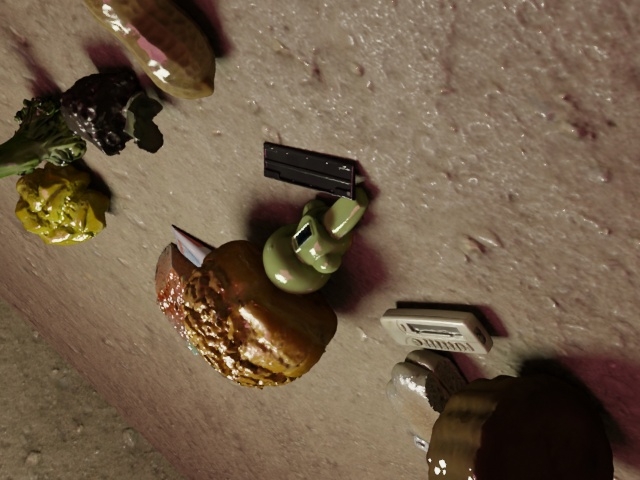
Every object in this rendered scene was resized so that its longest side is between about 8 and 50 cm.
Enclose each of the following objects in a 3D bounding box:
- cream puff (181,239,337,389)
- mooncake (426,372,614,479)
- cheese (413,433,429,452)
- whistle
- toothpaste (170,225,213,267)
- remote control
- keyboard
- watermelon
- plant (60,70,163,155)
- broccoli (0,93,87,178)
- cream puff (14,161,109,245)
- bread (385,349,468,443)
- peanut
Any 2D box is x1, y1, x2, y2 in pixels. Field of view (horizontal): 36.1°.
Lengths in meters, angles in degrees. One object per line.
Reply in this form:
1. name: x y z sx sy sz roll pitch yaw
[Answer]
1. cream puff: -0.127 0.165 1.912 0.327 0.231 0.343 34 -167 -37
2. mooncake: 0.341 0.390 1.710 0.324 0.324 0.187 46 158 -16
3. cheese: 0.320 0.485 2.144 0.248 0.071 0.163 34 153 9
4. whistle: 0.007 0.002 1.735 0.141 0.141 0.294 45 127 -15
5. toothpaste: -0.245 0.050 2.171 0.234 0.057 0.089 32 151 26
6. remote control: 0.210 0.159 1.791 0.230 0.049 0.090 1 135 50
7. keyboard: -0.021 -0.117 1.653 0.202 0.011 0.067 17 117 37
8. watermelon: -0.311 0.133 2.301 0.193 0.140 0.257 -24 106 39
9. plant: -0.376 -0.232 1.797 0.203 0.131 0.142 10 139 40
10. broccoli: -0.616 -0.182 1.988 0.145 0.304 0.165 -8 113 31
11. cream puff: -0.588 -0.088 2.237 0.221 0.195 0.194 36 153 -6
12. bread: 0.238 0.340 1.990 0.183 0.102 0.337 10 144 49
13. peanut: -0.266 -0.337 1.521 0.298 0.120 0.136 51 174 -26
